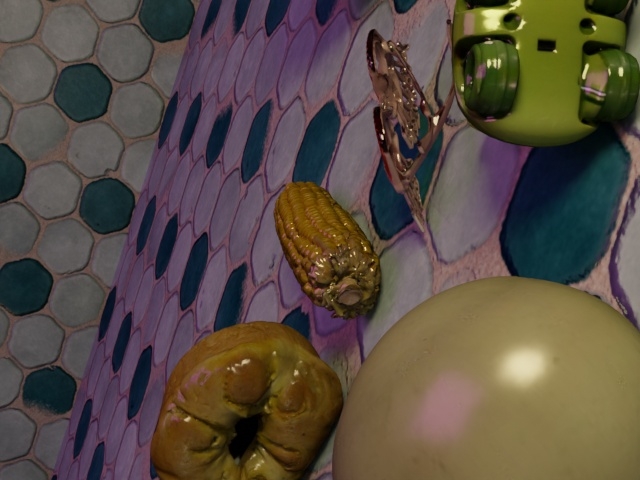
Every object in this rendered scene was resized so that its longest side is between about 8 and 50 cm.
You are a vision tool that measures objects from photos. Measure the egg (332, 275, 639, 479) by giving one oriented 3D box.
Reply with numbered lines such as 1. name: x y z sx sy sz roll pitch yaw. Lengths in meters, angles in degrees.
1. egg: 0.121 0.143 0.611 0.269 0.219 0.219 -48 33 40

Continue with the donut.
1. donut: -0.099 0.221 1.096 0.261 0.209 0.128 -60 24 18

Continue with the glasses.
1. glasses: 0.114 -0.141 1.003 0.162 0.095 0.255 62 -155 -58

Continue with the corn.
1. corn: 0.000 0.000 1.149 0.115 0.115 0.318 -67 22 15

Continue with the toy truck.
1. toy truck: 0.186 -0.183 0.794 0.210 0.148 0.187 -97 10 -78
